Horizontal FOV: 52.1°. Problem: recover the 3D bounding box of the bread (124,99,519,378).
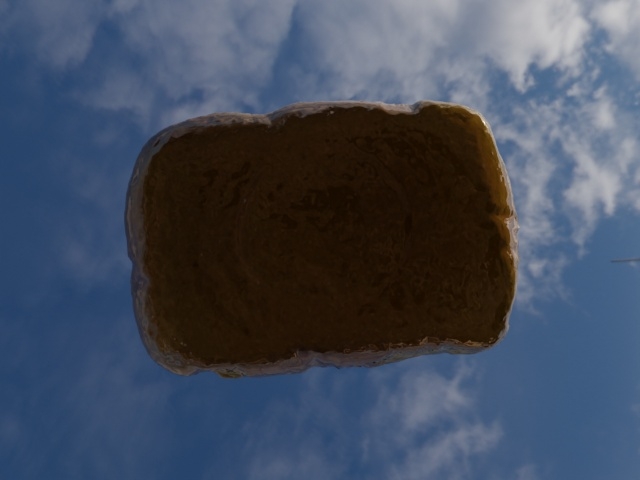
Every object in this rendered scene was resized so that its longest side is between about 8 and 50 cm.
[{"bbox_3d":[0.000,0.000,0.431,0.246,0.121,0.173,-3,-102,-1],"label":"bread"}]
